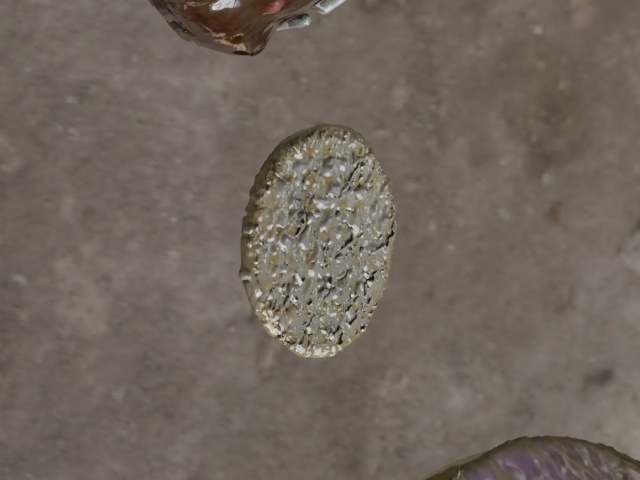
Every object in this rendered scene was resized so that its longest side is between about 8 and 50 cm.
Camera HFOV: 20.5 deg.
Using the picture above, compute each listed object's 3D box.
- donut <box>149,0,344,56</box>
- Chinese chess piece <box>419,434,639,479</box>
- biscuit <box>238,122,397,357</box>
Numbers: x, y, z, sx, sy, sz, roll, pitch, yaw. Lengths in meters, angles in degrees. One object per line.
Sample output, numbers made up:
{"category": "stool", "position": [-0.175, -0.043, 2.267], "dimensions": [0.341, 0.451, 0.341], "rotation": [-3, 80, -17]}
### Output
{"category": "donut", "position": [-0.054, -0.197, 0.644], "dimensions": [0.103, 0.270, 0.270], "rotation": [-20, 116, 6]}
{"category": "Chinese chess piece", "position": [0.122, 0.220, 0.801], "dimensions": [0.270, 0.112, 0.270], "rotation": [23, 42, -22]}
{"category": "biscuit", "position": [0.000, 0.000, 1.107], "dimensions": [0.152, 0.020, 0.152], "rotation": [-8, 100, -51]}
